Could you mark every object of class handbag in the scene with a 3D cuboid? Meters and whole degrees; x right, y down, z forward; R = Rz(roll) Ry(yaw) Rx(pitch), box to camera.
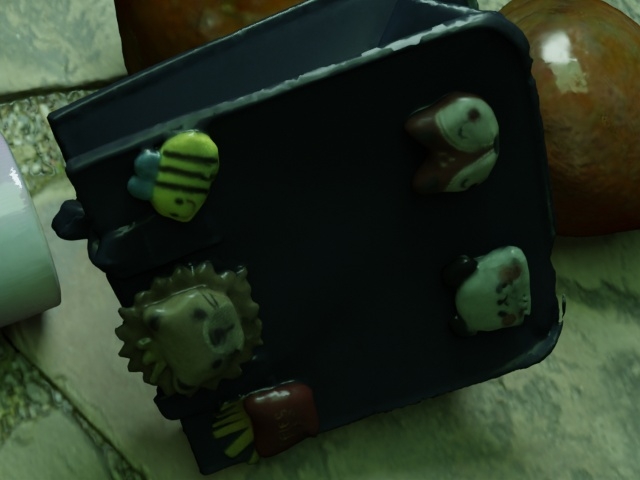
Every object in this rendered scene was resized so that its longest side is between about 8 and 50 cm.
[{"bbox_3d":[0.000,0.000,0.816,0.329,0.303,0.122,-23,37,-8],"label":"handbag"}]

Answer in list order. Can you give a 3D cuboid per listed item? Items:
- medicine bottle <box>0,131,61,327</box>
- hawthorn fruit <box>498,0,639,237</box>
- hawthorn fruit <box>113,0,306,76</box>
[{"bbox_3d":[-0.332,0.023,0.848,0.253,0.152,0.152,-21,72,-17],"label":"medicine bottle"},{"bbox_3d":[0.217,-0.083,0.974,0.251,0.199,0.199,37,66,-7],"label":"hawthorn fruit"},{"bbox_3d":[-0.031,-0.195,0.912,0.267,0.301,0.268,-1,79,4],"label":"hawthorn fruit"}]
